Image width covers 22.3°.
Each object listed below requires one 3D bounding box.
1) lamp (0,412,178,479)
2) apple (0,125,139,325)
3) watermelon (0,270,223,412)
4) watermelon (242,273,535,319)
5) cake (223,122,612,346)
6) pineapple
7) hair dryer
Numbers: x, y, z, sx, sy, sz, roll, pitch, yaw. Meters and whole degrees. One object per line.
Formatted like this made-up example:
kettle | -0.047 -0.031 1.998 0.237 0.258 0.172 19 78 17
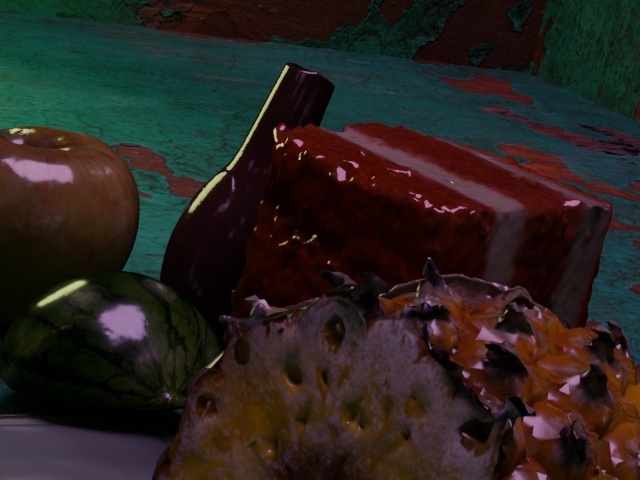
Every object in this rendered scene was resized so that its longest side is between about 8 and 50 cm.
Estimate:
lamp | -0.193 0.199 1.268 0.269 0.047 0.266 3 16 -31
apple | -0.313 -0.021 1.676 0.260 0.194 0.261 11 14 -3
watermelon | -0.180 0.091 1.449 0.204 0.127 0.232 6 -2 -27
watermelon | 0.110 0.197 1.310 0.292 0.319 0.222 -20 38 24
cake | 0.100 0.043 1.651 0.319 0.269 0.270 -3 24 -46
pineapple | 0.083 0.193 1.055 0.300 0.352 0.352 16 10 -44
hair dryer | 0.000 0.000 1.795 0.340 0.312 0.123 27 4 -42
